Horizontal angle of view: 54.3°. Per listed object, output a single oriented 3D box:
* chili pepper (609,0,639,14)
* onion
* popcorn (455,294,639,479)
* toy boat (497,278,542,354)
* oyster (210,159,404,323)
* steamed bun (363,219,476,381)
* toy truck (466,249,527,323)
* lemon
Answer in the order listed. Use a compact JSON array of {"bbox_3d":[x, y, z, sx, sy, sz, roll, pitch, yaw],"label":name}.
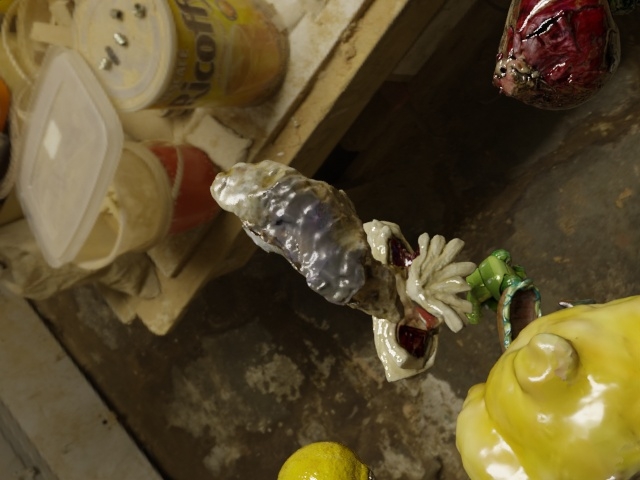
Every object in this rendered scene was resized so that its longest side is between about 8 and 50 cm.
[{"bbox_3d":[0.643,-0.542,1.270,0.165,0.174,0.261,80,171,-51],"label":"chili pepper"},{"bbox_3d":[0.448,-0.383,1.178,0.221,0.281,0.280,34,122,51],"label":"onion"},{"bbox_3d":[0.272,0.164,0.564,0.297,0.281,0.315,-8,135,9],"label":"popcorn"},{"bbox_3d":[0.441,0.231,1.336,0.099,0.109,0.292,-25,70,58],"label":"toy boat"},{"bbox_3d":[-0.002,0.001,0.917,0.166,0.110,0.341,-38,89,-9],"label":"oyster"},{"bbox_3d":[0.245,0.121,1.541,0.189,0.247,0.427,120,148,-59],"label":"steamed bun"},{"bbox_3d":[0.484,0.136,1.744,0.211,0.148,0.187,-21,132,13],"label":"toy truck"},{"bbox_3d":[0.006,0.313,0.800,0.133,0.109,0.109,-18,93,17],"label":"lemon"}]
